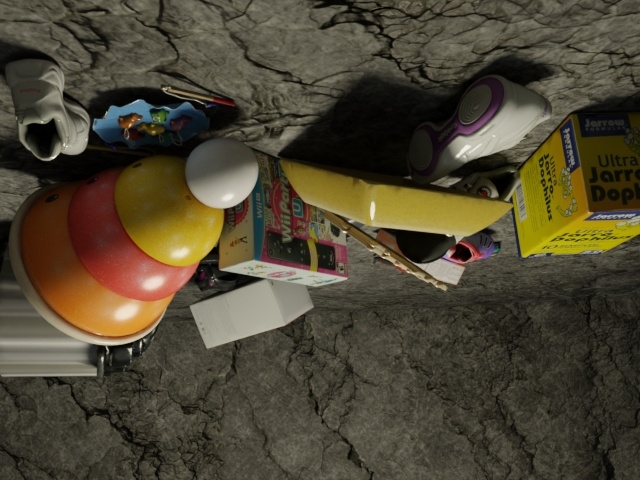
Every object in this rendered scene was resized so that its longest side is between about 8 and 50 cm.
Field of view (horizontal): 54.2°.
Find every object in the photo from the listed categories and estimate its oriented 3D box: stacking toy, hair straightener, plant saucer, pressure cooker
[{"bbox_3d":[-0.292,-0.044,1.145,0.480,0.350,0.351,-30,154,28],"label":"stacking toy"},{"bbox_3d":[0.266,0.077,2.050,0.089,0.047,0.230,-9,-171,-42],"label":"hair straightener"},{"bbox_3d":[0.128,-0.078,1.181,0.333,0.080,0.333,5,-170,-31],"label":"plant saucer"},{"bbox_3d":[-0.636,0.172,1.645,0.421,0.369,0.375,4,167,-17],"label":"pressure cooker"}]

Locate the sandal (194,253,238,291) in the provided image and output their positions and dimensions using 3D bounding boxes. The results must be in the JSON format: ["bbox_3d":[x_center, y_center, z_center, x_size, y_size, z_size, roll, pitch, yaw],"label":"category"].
[{"bbox_3d":[-0.331,0.124,2.050,0.168,0.106,0.445,-3,166,-3],"label":"sandal"}]

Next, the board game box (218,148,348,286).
[{"bbox_3d":[-0.071,-0.036,1.286,0.098,0.223,0.303,-14,163,36],"label":"board game box"}]

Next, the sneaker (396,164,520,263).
[{"bbox_3d":[0.296,-0.073,1.325,0.331,0.122,0.146,-34,167,-29],"label":"sneaker"}]

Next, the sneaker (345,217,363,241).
[{"bbox_3d":[0.000,0.000,1.642,0.321,0.127,0.126,-18,158,39],"label":"sneaker"}]

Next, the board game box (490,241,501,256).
[{"bbox_3d":[0.508,0.039,2.119,0.186,0.026,0.126,-6,165,8],"label":"board game box"}]

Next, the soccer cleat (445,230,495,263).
[{"bbox_3d":[0.422,0.026,1.818,0.318,0.116,0.108,14,123,-45],"label":"soccer cleat"}]

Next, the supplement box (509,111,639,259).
[{"bbox_3d":[0.542,-0.097,1.273,0.194,0.195,0.356,-3,165,-3],"label":"supplement box"}]

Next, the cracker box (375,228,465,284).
[{"bbox_3d":[0.283,0.048,1.809,0.232,0.067,0.156,18,-167,-35],"label":"cracker box"}]

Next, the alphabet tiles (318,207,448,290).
[{"bbox_3d":[0.119,0.016,1.256,0.278,0.021,0.284,35,-176,36],"label":"alphabet tiles"}]

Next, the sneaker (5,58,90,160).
[{"bbox_3d":[-0.401,-0.163,0.919,0.091,0.115,0.232,-5,166,-5],"label":"sneaker"}]

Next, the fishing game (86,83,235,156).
[{"bbox_3d":[-0.273,-0.181,1.021,0.264,0.041,0.189,-18,166,40],"label":"fishing game"}]

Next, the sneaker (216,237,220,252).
[{"bbox_3d":[-0.171,0.007,1.659,0.109,0.130,0.286,20,175,-42],"label":"sneaker"}]

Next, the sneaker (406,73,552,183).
[{"bbox_3d":[0.262,-0.169,1.078,0.152,0.114,0.305,4,163,-25],"label":"sneaker"}]

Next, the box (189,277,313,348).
[{"bbox_3d":[-0.237,0.226,2.162,0.345,0.168,0.215,-20,-178,29],"label":"box"}]
